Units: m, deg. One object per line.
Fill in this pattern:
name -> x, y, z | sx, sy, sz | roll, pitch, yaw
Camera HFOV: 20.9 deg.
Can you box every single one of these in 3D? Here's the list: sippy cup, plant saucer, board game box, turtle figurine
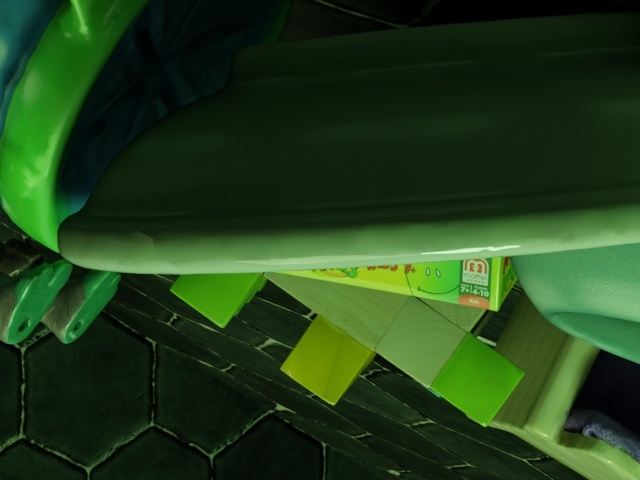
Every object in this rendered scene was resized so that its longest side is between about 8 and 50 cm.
sippy cup -> -0.163, -0.146, 0.967 | 0.224, 0.240, 0.305 | 34, 133, 14
plant saucer -> 0.248, 0.058, 0.941 | 0.318, 0.043, 0.317 | 17, 174, 2
plant saucer -> 0.064, -0.056, 0.871 | 0.401, 0.100, 0.400 | -5, -175, 1
board game box -> 0.037, -0.008, 1.086 | 0.181, 0.043, 0.092 | 10, -153, 19
turtle figurine -> -0.239, -0.025, 1.036 | 0.234, 0.118, 0.175 | 36, -154, 15

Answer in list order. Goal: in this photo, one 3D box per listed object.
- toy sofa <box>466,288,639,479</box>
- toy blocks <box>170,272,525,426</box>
toy sofa -> 0.313, 0.162, 1.379 | 0.362, 0.150, 0.177 | 33, 168, -26
toy blocks -> 0.000, 0.000, 1.355 | 0.381, 0.190, 0.261 | 35, 178, 9
